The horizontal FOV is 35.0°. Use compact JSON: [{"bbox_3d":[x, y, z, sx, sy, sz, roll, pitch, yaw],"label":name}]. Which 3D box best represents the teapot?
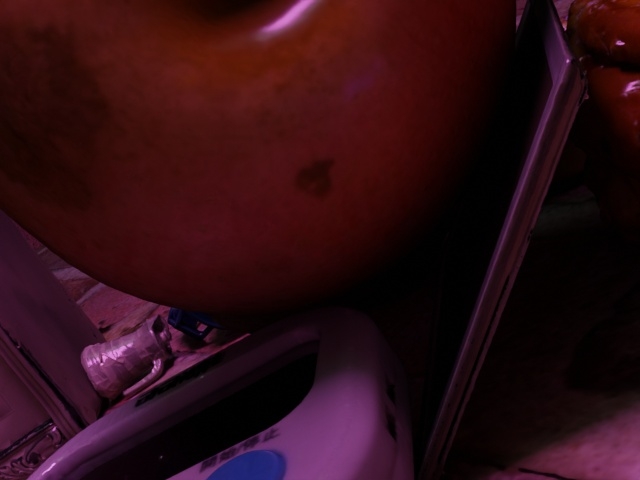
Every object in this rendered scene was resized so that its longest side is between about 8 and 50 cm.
[{"bbox_3d":[-0.177,0.111,0.963,0.083,0.057,0.067,-33,58,2],"label":"teapot"}]

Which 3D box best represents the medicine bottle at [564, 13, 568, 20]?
[{"bbox_3d":[0.319,-0.254,1.103,0.118,0.055,0.074,-39,16,-29],"label":"medicine bottle"}]

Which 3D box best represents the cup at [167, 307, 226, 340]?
[{"bbox_3d":[-0.095,0.023,0.973,0.177,0.131,0.155,-60,12,14],"label":"cup"}]

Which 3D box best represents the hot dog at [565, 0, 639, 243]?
[{"bbox_3d":[0.215,-0.085,0.592,0.153,0.150,0.257,-19,17,12],"label":"hot dog"}]

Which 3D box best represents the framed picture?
[{"bbox_3d":[0.102,-0.023,0.589,0.296,0.019,0.232,-67,-7,-66],"label":"framed picture"}]

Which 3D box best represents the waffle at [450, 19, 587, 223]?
[{"bbox_3d":[0.142,-0.098,0.894,0.308,0.091,0.213,-20,18,39],"label":"waffle"}]

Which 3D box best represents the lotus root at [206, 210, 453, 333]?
[{"bbox_3d":[0.000,0.000,0.808,0.241,0.123,0.124,-21,41,26],"label":"lotus root"}]

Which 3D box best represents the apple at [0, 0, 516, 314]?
[{"bbox_3d":[-0.058,-0.136,0.593,0.363,0.364,0.364,-31,14,8],"label":"apple"}]

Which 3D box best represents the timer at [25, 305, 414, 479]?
[{"bbox_3d":[-0.067,0.145,0.527,0.262,0.087,0.237,-29,15,13],"label":"timer"}]

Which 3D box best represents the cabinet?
[{"bbox_3d":[-0.398,0.150,0.969,0.318,0.227,0.290,-36,15,-2],"label":"cabinet"}]
